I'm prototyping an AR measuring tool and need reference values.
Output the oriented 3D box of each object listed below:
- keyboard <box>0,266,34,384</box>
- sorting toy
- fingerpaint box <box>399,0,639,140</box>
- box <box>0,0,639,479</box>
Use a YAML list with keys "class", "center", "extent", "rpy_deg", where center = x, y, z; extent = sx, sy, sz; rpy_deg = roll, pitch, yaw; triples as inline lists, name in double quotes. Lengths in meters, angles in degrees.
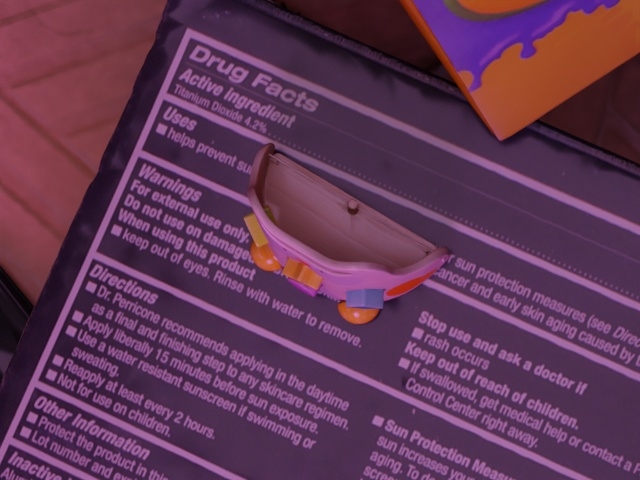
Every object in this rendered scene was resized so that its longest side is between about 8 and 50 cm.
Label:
- class: "keyboard"
  center: [-0.197, 0.105, 0.956]
  extent: [0.180, 0.023, 0.108]
  rpy_deg: [-41, 79, 5]
- class: "sorting toy"
  center: [0.000, 0.000, 0.725]
  extent: [0.083, 0.075, 0.045]
  rpy_deg: [31, 91, 8]
- class: "fingerpaint box"
  center: [0.153, -0.314, 0.772]
  extent: [0.445, 0.163, 0.371]
  rpy_deg: [-33, 53, 5]
- class: "box"
  center: [0.027, 0.083, 0.847]
  extent: [0.296, 0.183, 0.294]
  rpy_deg: [25, 92, 7]
